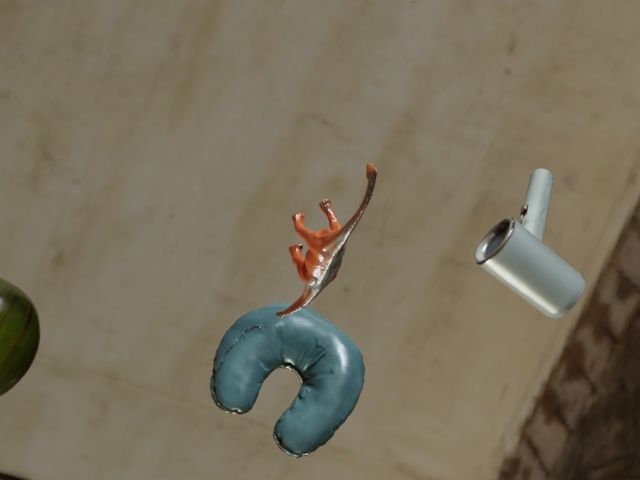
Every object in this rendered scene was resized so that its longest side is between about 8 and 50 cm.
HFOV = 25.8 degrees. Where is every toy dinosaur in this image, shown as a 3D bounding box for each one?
[{"bbox_3d":[0.006,0.000,1.603,0.280,0.055,0.101,108,149,-43],"label":"toy dinosaur"}]

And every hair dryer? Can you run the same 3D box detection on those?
[{"bbox_3d":[0.280,-0.012,1.811,0.073,0.131,0.236,-44,17,35],"label":"hair dryer"}]

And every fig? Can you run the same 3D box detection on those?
[{"bbox_3d":[-0.419,0.153,1.564,0.259,0.151,0.151,-61,10,-19],"label":"fig"}]

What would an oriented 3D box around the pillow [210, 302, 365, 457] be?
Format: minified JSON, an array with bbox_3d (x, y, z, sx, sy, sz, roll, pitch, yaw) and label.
[{"bbox_3d":[-0.050,0.199,2.110,0.214,0.233,0.086,-53,-16,-23],"label":"pillow"}]
